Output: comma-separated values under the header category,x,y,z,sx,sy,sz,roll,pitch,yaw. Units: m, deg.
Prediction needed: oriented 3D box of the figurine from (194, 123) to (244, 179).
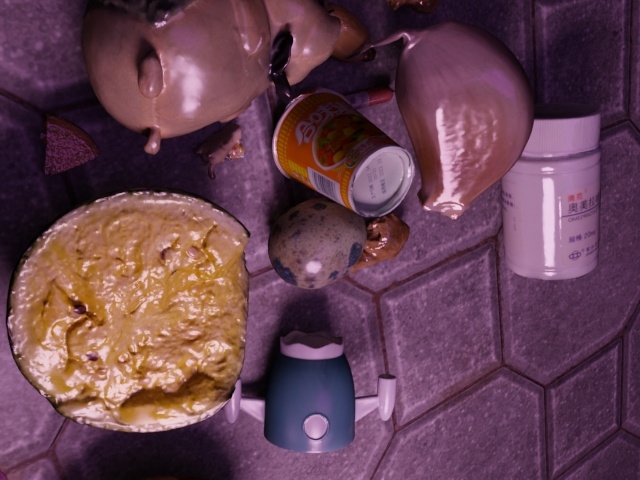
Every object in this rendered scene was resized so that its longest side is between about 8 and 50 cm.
category,x,y,z,sx,sy,sz,roll,pitch,yaw
figurine,-0.145,-0.134,0.945,0.083,0.047,0.050,-43,138,-24

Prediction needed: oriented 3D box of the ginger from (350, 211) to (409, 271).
category,x,y,z,sx,sy,sz,roll,pitch,yaw
ginger,0.096,0.002,1.128,0.165,0.067,0.096,-25,138,-26

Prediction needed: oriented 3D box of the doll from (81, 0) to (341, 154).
category,x,y,z,sx,sy,sz,roll,pitch,yaw
doll,-0.122,-0.266,0.807,0.349,0.247,0.247,-44,125,-32

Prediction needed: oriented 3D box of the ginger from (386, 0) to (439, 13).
category,x,y,z,sx,sy,sz,roll,pitch,yaw
ginger,0.080,-0.425,0.977,0.295,0.086,0.131,-7,97,-30

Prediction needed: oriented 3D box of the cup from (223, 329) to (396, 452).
category,x,y,z,sx,sy,sz,roll,pitch,yaw
cup,-0.017,0.248,1.074,0.300,0.167,0.173,2,95,-9

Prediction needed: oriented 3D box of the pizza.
category,x,y,z,sx,sy,sz,roll,pitch,yaw
pizza,-0.340,-0.119,0.824,0.083,0.025,0.078,43,74,-28

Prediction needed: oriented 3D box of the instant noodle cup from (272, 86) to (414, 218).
category,x,y,z,sx,sy,sz,roll,pitch,yaw
instant noodle cup,0.041,-0.126,0.958,0.168,0.185,0.168,-20,129,-27

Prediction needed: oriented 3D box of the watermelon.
category,x,y,z,sx,sy,sz,roll,pitch,yaw
watermelon,-0.245,0.082,0.854,0.331,0.189,0.330,-3,101,-18

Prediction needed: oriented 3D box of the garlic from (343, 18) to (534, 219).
category,x,y,z,sx,sy,sz,roll,pitch,yaw
garlic,0.227,-0.241,1.084,0.246,0.231,0.340,-24,115,19

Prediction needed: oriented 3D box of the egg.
category,x,y,z,sx,sy,sz,roll,pitch,yaw
egg,0.000,0.000,1.019,0.182,0.141,0.141,-31,119,-30

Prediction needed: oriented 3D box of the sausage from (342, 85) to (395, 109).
category,x,y,z,sx,sy,sz,roll,pitch,yaw
sausage,0.036,-0.226,1.043,0.223,0.029,0.029,-20,114,-28

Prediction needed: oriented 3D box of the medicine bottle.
category,x,y,z,sx,sy,sz,roll,pitch,yaw
medicine bottle,0.462,-0.105,1.268,0.190,0.190,0.332,-21,115,-27

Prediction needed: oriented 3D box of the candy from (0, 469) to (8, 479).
category,x,y,z,sx,sy,sz,roll,pitch,yaw
candy,-0.522,0.323,0.754,0.265,0.155,0.115,-17,110,-29

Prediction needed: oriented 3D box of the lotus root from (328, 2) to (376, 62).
category,x,y,z,sx,sy,sz,roll,pitch,yaw
lotus root,0.027,-0.325,0.986,0.150,0.062,0.073,25,114,-39

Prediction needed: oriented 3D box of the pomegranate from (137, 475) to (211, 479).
category,x,y,z,sx,sy,sz,roll,pitch,yaw
pomegranate,-0.211,0.509,0.929,0.333,0.332,0.332,-11,110,-31
